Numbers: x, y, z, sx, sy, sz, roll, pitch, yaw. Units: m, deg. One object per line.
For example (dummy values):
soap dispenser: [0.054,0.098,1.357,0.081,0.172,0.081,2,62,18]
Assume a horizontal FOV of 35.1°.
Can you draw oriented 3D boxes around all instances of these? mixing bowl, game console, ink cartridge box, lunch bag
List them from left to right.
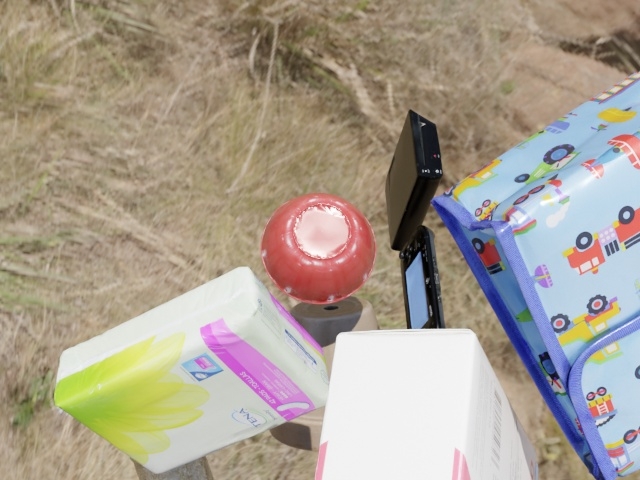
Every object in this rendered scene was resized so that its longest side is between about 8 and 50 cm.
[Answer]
mixing bowl: [0.000,0.000,1.534,0.182,0.098,0.181,1,75,-3]
game console: [0.144,0.003,1.484,0.044,0.213,0.361,1,59,-8]
ink cartridge box: [0.097,0.224,0.843,0.117,0.283,0.207,-3,59,21]
lunch bag: [0.262,0.042,0.806,0.221,0.138,0.293,-32,109,-6]

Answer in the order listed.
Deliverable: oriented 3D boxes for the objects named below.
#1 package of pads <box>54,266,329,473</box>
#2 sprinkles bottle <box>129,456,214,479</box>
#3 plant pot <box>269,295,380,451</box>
package of pads: [-0.158,0.179,1.318,0.297,0.229,0.101,-24,45,14]
sprinkles bottle: [-0.211,0.442,1.626,0.121,0.121,0.355,-19,89,-24]
plant pot: [0.026,0.229,1.831,0.263,0.263,0.229,-10,104,-21]
